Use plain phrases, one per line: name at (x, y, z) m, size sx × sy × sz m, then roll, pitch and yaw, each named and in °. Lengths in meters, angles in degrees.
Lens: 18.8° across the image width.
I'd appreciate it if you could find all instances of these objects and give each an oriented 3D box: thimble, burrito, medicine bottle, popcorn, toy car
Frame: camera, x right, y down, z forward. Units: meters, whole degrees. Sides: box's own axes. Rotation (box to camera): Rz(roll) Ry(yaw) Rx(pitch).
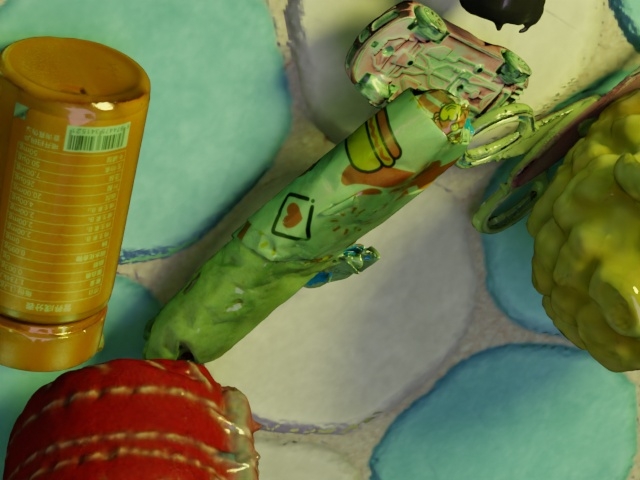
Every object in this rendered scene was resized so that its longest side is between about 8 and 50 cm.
thimble at (-0.132, 0.175, 1.290) m, size 0.163 × 0.125 × 0.189 m, roll 23°, pitch 132°, yaw -23°
burrito at (0.000, 0.000, 1.276) m, size 0.288 × 0.054 × 0.104 m, roll -39°, pitch 148°, yaw 19°
medicine bottle at (-0.166, -0.022, 1.195) m, size 0.096 × 0.096 × 0.192 m, roll 1°, pitch 120°, yaw -21°
popcorn at (0.250, -0.013, 1.287) m, size 0.235 × 0.181 × 0.216 m, roll -28°, pitch 148°, yaw -24°
toy car at (0.075, -0.113, 1.254) m, size 0.142 × 0.055 × 0.069 m, roll 21°, pitch 123°, yaw -41°

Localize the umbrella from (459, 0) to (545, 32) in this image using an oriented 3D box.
umbrella at (0.140, -0.279, 1.151) m, size 0.094 × 0.090 × 0.326 m, roll -4°, pitch 123°, yaw -22°

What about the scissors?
scissors at (0.174, -0.081, 1.318) m, size 0.187 × 0.020 × 0.133 m, roll -31°, pitch 149°, yaw -5°
